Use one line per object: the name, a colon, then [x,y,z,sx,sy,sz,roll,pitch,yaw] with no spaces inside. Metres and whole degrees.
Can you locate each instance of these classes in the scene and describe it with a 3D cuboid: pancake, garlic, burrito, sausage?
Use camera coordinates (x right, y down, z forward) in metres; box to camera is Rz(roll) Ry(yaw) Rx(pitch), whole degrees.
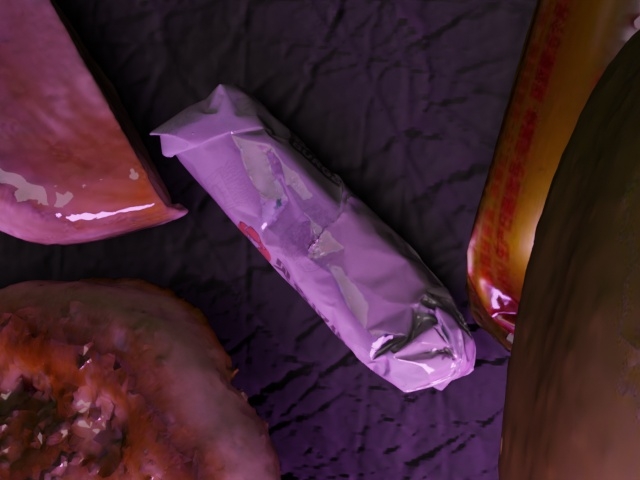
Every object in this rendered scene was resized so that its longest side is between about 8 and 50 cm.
pancake: [-0.164,0.180,0.937,0.356,0.065,0.356,-7,76,28]
garlic: [-0.162,-0.069,0.967,0.101,0.087,0.195,-33,80,3]
burrito: [0.000,-0.001,0.932,0.203,0.064,0.064,45,105,12]
sausage: [0.140,-0.058,0.850,0.125,0.117,0.317,18,99,6]

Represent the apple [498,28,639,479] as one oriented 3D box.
apple: [0.284,0.090,0.653,0.473,0.473,0.474,1,94,17]
